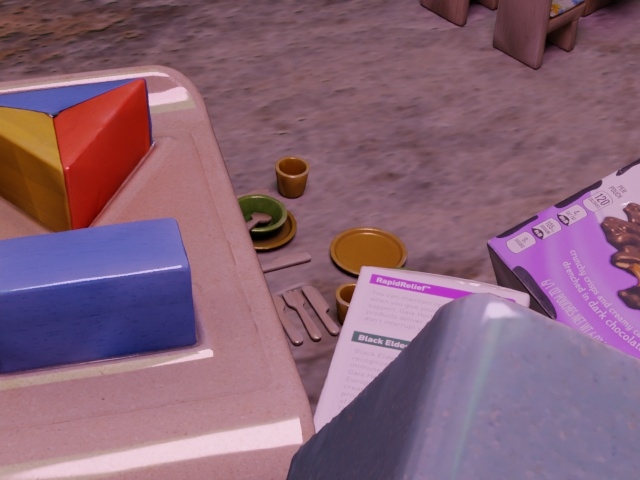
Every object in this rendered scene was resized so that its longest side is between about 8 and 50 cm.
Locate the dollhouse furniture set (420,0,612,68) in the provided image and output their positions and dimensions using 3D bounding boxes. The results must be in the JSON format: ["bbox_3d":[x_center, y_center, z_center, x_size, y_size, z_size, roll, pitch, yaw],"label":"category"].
[{"bbox_3d":[0.230,-0.234,1.202,0.212,0.161,0.242,-30,50,-35],"label":"dollhouse furniture set"}]

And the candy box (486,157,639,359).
[{"bbox_3d":[0.221,0.024,0.915,0.196,0.070,0.165,-28,46,-9],"label":"candy box"}]

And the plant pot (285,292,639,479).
[{"bbox_3d":[0.081,0.207,0.533,0.248,0.247,0.252,25,66,-4],"label":"plant pot"}]

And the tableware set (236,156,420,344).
[{"bbox_3d":[0.000,0.000,1.004,0.104,0.024,0.154,-13,42,-20],"label":"tableware set"}]

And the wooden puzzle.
[{"bbox_3d":[-0.191,0.011,0.812,0.322,0.080,0.348,-8,38,-10],"label":"wooden puzzle"}]

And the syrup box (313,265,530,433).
[{"bbox_3d":[0.040,0.124,0.800,0.096,0.093,0.237,10,39,9],"label":"syrup box"}]
